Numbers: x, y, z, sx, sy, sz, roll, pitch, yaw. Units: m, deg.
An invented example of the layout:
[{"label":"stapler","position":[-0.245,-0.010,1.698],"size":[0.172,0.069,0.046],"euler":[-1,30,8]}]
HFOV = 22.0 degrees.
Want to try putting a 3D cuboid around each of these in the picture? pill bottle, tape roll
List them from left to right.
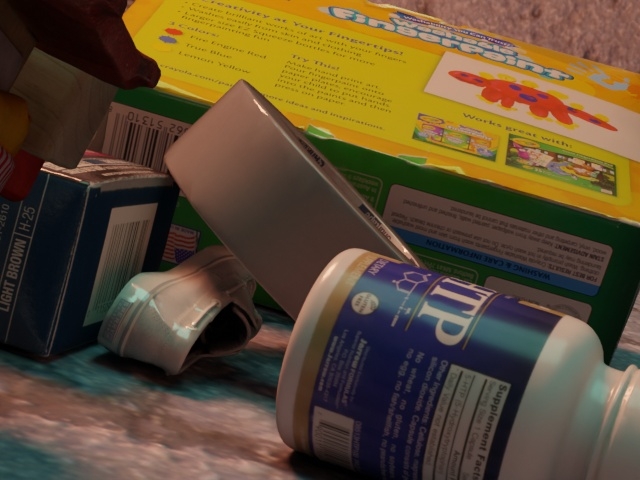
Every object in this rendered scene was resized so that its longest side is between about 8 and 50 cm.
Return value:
[{"label":"tape roll","position":[0.000,0.000,1.048],"size":[0.219,0.072,0.219],"euler":[46,4,-4]},{"label":"pill bottle","position":[0.082,0.082,0.830],"size":[0.186,0.112,0.112],"euler":[18,7,17]}]

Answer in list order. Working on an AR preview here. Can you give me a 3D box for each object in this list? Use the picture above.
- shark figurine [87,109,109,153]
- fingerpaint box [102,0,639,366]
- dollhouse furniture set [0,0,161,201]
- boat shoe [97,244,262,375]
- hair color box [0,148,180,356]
[{"label":"shark figurine","position":[-0.232,-0.050,1.172],"size":[0.278,0.166,0.116],"euler":[-10,22,29]},{"label":"fingerpaint box","position":[0.042,-0.072,1.383],"size":[0.444,0.163,0.371],"euler":[16,25,1]},{"label":"dollhouse furniture set","position":[-0.161,-0.005,0.624],"size":[0.152,0.201,0.374],"euler":[28,-4,3]},{"label":"boat shoe","position":[-0.069,0.045,1.001],"size":[0.063,0.066,0.184],"euler":[32,8,12]},{"label":"hair color box","position":[-0.278,-0.037,1.000],"size":[0.347,0.105,0.174],"euler":[16,6,10]}]
